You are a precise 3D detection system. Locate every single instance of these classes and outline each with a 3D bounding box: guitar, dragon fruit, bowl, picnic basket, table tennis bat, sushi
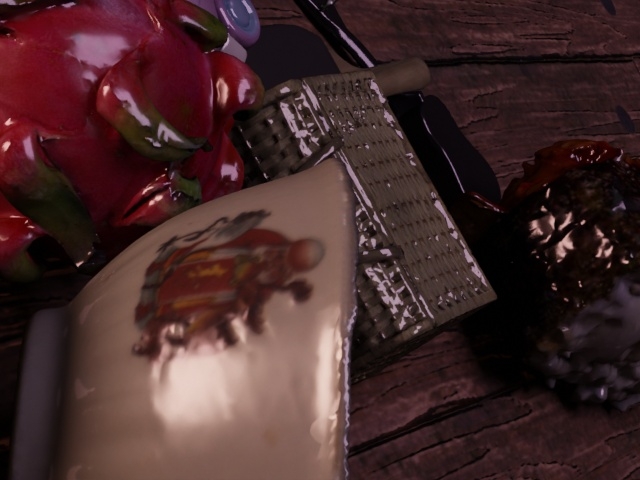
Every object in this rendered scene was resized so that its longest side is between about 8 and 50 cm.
[{"bbox_3d":[0.064,-0.127,1.615,0.271,0.038,0.084,53,28,-9],"label":"guitar"},{"bbox_3d":[-0.169,-0.081,1.072,0.273,0.198,0.218,25,68,-13],"label":"dragon fruit"},{"bbox_3d":[-0.080,0.117,0.975,0.157,0.337,0.337,5,45,-5],"label":"bowl"},{"bbox_3d":[0.000,0.000,1.295,0.196,0.134,0.154,62,25,7],"label":"picnic basket"},{"bbox_3d":[0.009,-0.118,1.499,0.246,0.022,0.138,-20,79,-51],"label":"table tennis bat"},{"bbox_3d":[0.238,0.029,1.612,0.343,0.196,0.182,22,26,-55],"label":"sushi"}]

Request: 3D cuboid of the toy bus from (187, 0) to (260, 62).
[{"bbox_3d":[-0.130,-0.185,1.258,0.142,0.142,0.202,36,36,-36],"label":"toy bus"}]
